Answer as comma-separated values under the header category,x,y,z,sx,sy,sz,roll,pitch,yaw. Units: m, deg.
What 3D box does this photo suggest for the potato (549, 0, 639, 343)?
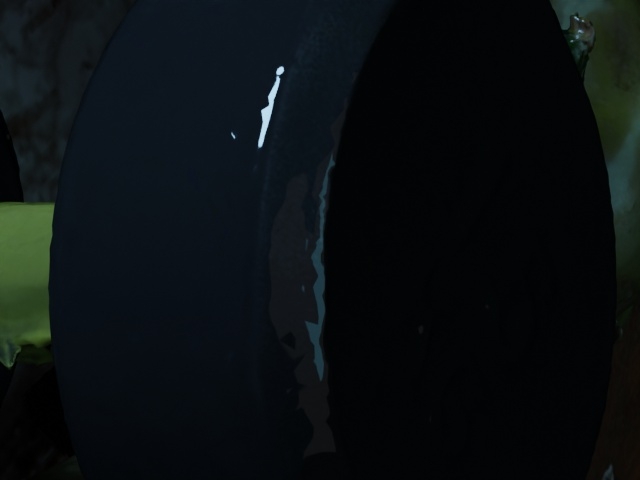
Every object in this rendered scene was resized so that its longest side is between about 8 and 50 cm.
category,x,y,z,sx,sy,sz,roll,pitch,yaw
potato,0.059,-0.092,0.898,0.202,0.218,0.351,-29,99,-23

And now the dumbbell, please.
category,x,y,z,sx,sy,sz,roll,pitch,yaw
dumbbell,-0.089,0.010,0.568,0.203,0.322,0.204,-2,92,-58

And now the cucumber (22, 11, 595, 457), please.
category,x,y,z,sx,sy,sz,roll,pitch,yaw
cucumber,0.000,0.000,0.779,0.067,0.293,0.067,51,7,-8

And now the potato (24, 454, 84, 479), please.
category,x,y,z,sx,sy,sz,roll,pitch,yaw
potato,-0.077,0.205,0.685,0.326,0.221,0.243,-49,132,-32
